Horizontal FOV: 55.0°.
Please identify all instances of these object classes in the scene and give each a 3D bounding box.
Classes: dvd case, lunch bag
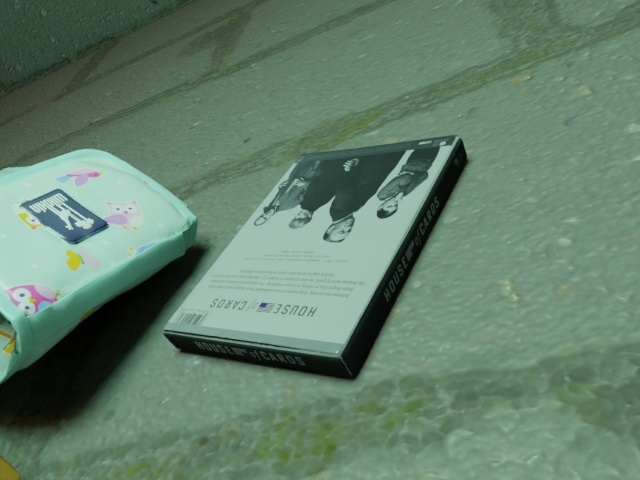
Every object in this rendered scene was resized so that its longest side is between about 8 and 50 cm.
[{"bbox_3d":[0.000,0.000,0.510,0.179,0.030,0.239,0,43,38],"label":"dvd case"},{"bbox_3d":[-0.273,0.016,0.561,0.262,0.160,0.223,1,22,27],"label":"lunch bag"}]

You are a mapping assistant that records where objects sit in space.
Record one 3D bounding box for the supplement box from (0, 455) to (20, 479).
[{"bbox_3d":[-0.326,0.164,0.485,0.233,0.078,0.080,3,42,46],"label":"supplement box"}]
